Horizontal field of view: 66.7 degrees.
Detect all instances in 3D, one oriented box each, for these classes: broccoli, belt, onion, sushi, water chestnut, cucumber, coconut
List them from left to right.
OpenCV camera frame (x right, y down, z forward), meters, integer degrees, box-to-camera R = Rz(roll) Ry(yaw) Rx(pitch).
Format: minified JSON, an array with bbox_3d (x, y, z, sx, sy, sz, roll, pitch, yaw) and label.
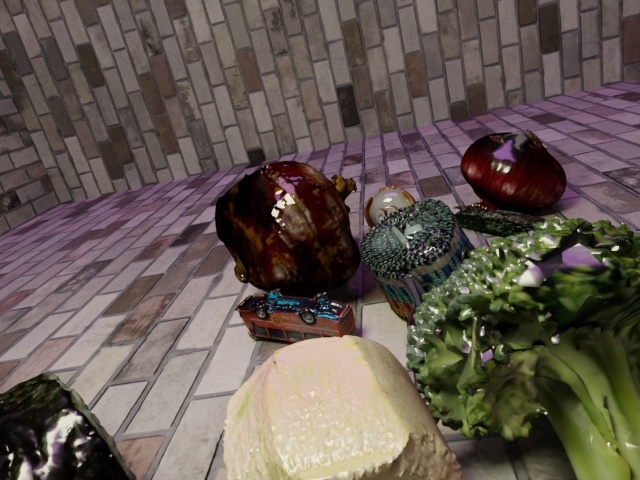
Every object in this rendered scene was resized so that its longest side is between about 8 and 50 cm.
[{"bbox_3d":[-0.361,0.291,0.620,0.171,0.210,0.350,-35,23,-34],"label":"sushi"},{"bbox_3d":[-0.039,-0.034,1.073,0.347,0.334,0.335,-29,24,-23],"label":"water chestnut"},{"bbox_3d":[0.008,0.223,0.512,0.233,0.232,0.245,-18,22,-9],"label":"coconut"},{"bbox_3d":[0.203,0.046,0.943,0.207,0.160,0.295,-34,20,1],"label":"belt"},{"bbox_3d":[0.425,-0.044,1.177,0.068,0.067,0.294,-23,22,-23],"label":"cucumber"},{"bbox_3d":[0.483,-0.151,1.271,0.273,0.284,0.273,23,21,-10],"label":"onion"},{"bbox_3d":[0.280,0.111,0.571,0.277,0.339,0.317,-34,26,44],"label":"broccoli"}]

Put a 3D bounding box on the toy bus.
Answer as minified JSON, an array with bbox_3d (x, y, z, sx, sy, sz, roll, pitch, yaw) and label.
[{"bbox_3d":[-0.049,0.151,0.925,0.235,0.096,0.073,0,25,31],"label":"toy bus"}]

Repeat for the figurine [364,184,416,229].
[{"bbox_3d":[0.199,-0.088,1.330,0.144,0.143,0.271,-8,21,17],"label":"figurine"}]
